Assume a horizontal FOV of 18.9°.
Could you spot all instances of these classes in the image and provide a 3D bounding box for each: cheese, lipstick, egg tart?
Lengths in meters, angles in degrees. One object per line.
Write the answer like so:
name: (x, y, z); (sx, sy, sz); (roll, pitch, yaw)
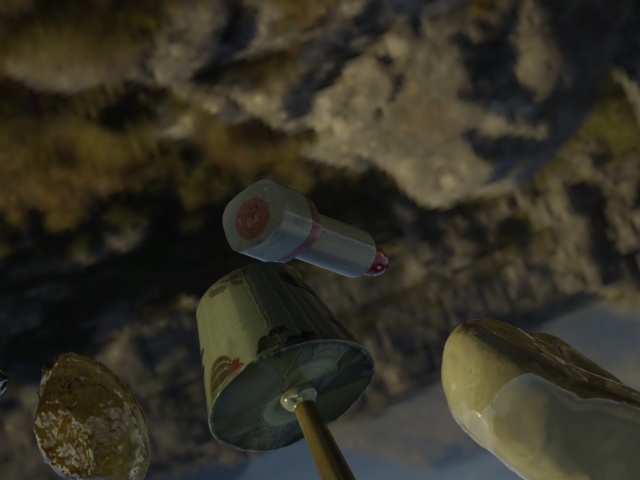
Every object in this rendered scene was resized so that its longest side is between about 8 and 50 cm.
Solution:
cheese: (0.213, 0.159, 1.899); (0.328, 0.130, 0.351); (30, -178, -31)
lipstick: (-0.001, -0.001, 1.635); (0.063, 0.057, 0.186); (-33, 149, 25)
egg tart: (-0.196, 0.154, 1.582); (0.049, 0.129, 0.129); (-27, 177, -44)

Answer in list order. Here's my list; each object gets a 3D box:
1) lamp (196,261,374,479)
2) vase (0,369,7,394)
lamp: (-0.013, 0.119, 1.294); (0.121, 0.215, 0.121); (-17, 146, -12)
vase: (-0.410, 0.191, 1.492); (0.245, 0.291, 0.245); (19, 162, 7)
